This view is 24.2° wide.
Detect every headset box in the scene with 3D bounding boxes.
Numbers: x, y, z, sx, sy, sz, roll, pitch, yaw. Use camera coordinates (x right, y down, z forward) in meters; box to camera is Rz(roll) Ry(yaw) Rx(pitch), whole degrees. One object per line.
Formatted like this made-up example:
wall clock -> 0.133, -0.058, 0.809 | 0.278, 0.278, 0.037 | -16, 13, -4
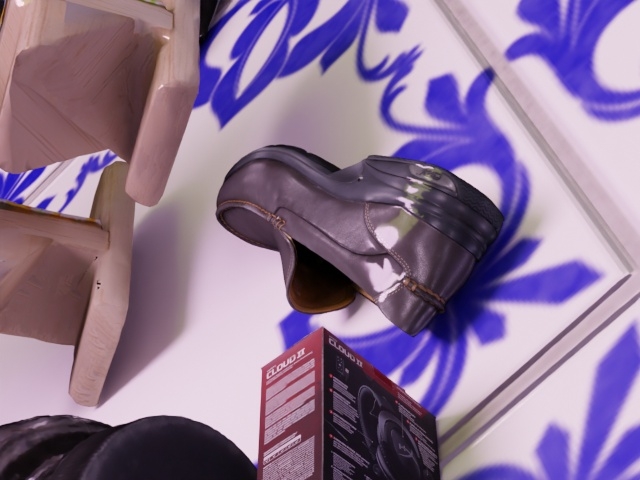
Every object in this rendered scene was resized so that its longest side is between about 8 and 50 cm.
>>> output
headset box -> 0.010, 0.074, 0.504 | 0.032, 0.062, 0.083 | -36, 32, 24

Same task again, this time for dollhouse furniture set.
dollhouse furniture set -> -0.285, -0.039, 0.788 | 0.256, 0.362, 0.394 | -96, 22, -52

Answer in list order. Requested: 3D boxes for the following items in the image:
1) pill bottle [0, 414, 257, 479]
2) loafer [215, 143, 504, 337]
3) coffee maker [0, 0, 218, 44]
pill bottle -> -0.119, 0.134, 0.555 | 0.219, 0.123, 0.122 | -24, 37, 41
loafer -> 0.000, 0.000, 0.616 | 0.170, 0.062, 0.061 | 5, 64, 59
coffee maker -> -0.132, -0.197, 0.987 | 0.171, 0.120, 0.178 | -8, 48, 53
